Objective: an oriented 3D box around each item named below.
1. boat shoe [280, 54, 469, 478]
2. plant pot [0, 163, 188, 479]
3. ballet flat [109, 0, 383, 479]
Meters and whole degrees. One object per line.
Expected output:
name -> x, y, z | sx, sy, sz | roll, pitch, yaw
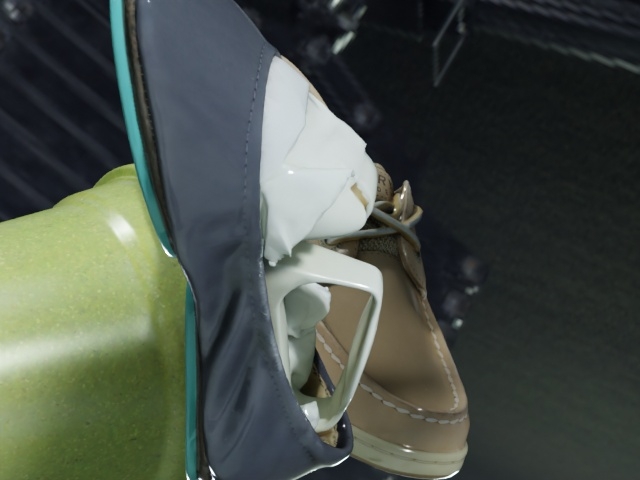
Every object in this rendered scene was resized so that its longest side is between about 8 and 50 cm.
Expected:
boat shoe -> 0.000, 0.000, 0.822 | 0.121, 0.341, 0.110 | 11, -60, -38
plant pot -> -0.223, 0.094, 0.945 | 0.276, 0.254, 0.276 | 16, -70, 52
ballet flat -> -0.016, 0.000, 0.412 | 0.074, 0.074, 0.203 | 14, -49, 23
